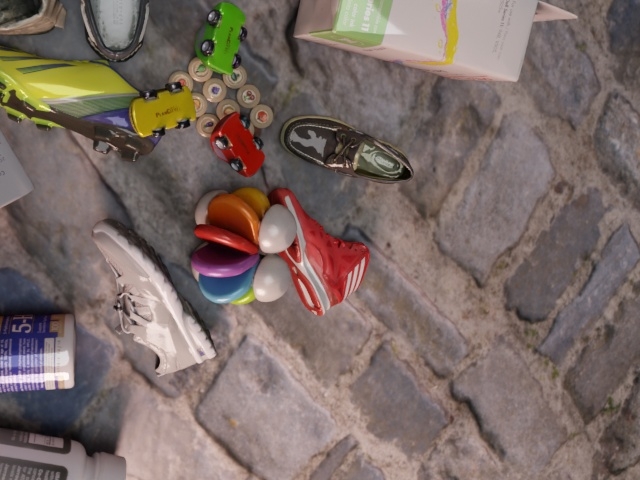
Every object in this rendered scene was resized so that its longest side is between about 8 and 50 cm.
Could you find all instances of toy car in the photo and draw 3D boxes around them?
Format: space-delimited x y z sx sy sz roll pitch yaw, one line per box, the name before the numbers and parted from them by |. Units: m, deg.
toy car | -0.159 -0.224 0.969 0.239 0.053 0.224 17 84 -49
toy car | -0.131 0.014 1.009 0.159 0.136 0.181 14 105 22

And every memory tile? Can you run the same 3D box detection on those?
memory tile | -0.149 -0.211 1.030 0.113 0.012 0.148 -36 113 -5

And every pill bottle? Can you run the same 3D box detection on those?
pill bottle | -0.452 0.371 1.023 0.283 0.161 0.161 18 99 -21
pill bottle | -0.454 0.164 0.988 0.187 0.112 0.111 0 106 -18

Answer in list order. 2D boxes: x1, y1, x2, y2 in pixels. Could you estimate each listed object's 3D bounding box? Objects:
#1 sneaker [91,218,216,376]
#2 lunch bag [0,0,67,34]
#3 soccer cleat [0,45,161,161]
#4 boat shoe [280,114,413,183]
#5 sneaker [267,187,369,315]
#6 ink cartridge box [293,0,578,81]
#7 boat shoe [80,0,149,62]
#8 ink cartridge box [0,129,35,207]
sneaker | -0.269 0.097 1.031 0.115 0.105 0.281 -32 113 -7
lunch bag | -0.438 -0.326 0.783 0.287 0.235 0.168 17 97 -21
soccer cleat | -0.352 -0.211 0.940 0.289 0.093 0.121 23 67 -18
boat shoe | 0.049 -0.141 1.079 0.224 0.073 0.080 16 100 -21
sneaker | 0.000 0.000 1.118 0.128 0.087 0.221 -29 113 -27
ink cartridge box | 0.162 -0.311 0.993 0.354 0.207 0.119 9 101 -19
boat shoe | -0.269 -0.390 0.897 0.115 0.091 0.302 -8 108 -15
ink cartridge box | -0.504 -0.066 0.803 0.130 0.310 0.271 -49 124 -48
